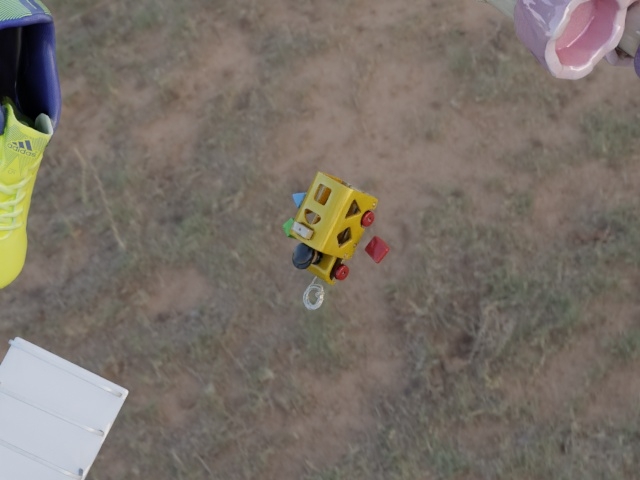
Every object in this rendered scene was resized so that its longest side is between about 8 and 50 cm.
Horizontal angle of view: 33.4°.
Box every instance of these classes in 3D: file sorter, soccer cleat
[{"bbox_3d":[-0.427,0.302,1.554,0.193,0.173,0.277,27,77,-6],"label":"file sorter"},{"bbox_3d":[-0.276,-0.076,0.912,0.121,0.289,0.093,26,30,34],"label":"soccer cleat"}]

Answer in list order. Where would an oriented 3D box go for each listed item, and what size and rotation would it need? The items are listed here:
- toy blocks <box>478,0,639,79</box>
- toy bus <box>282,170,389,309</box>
[{"bbox_3d":[0.174,-0.224,0.604,0.309,0.288,0.260,0,37,-40],"label":"toy blocks"},{"bbox_3d":[0.001,-0.013,1.750,0.191,0.104,0.202,-25,64,32],"label":"toy bus"}]
